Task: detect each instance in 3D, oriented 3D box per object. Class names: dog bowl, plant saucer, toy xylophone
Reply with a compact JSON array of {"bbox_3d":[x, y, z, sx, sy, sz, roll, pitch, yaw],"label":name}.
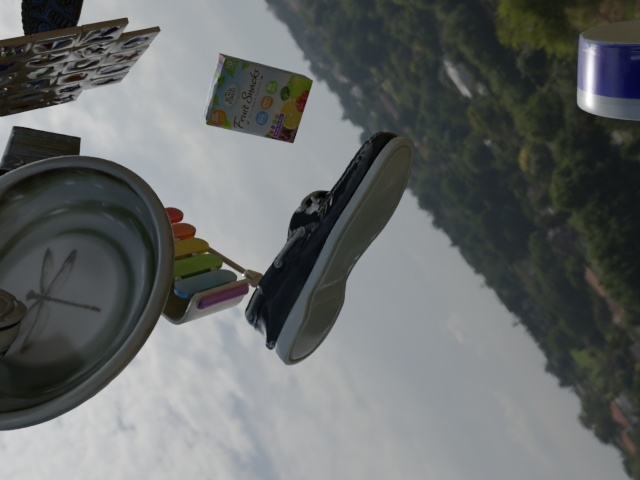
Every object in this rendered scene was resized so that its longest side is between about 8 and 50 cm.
[{"bbox_3d":[0.504,-0.251,1.242,0.265,0.265,0.104,-104,7,-70],"label":"dog bowl"},{"bbox_3d":[-0.369,0.074,1.176,0.400,0.400,0.100,59,179,34],"label":"plant saucer"},{"bbox_3d":[-0.240,0.028,1.457,0.322,0.081,0.236,29,-149,26],"label":"toy xylophone"}]

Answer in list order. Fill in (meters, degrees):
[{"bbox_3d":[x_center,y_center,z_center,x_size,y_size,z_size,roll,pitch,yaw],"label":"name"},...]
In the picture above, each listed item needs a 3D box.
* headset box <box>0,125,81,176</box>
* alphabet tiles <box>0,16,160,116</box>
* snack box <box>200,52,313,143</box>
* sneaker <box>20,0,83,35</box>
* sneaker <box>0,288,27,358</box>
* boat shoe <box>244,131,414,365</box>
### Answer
[{"bbox_3d":[-0.510,-0.050,1.549,0.131,0.246,0.283,9,-160,-17],"label":"headset box"},{"bbox_3d":[-0.367,-0.211,1.119,0.342,0.285,0.011,-16,93,63],"label":"alphabet tiles"},{"bbox_3d":[-0.091,-0.203,1.256,0.141,0.100,0.037,10,-162,-29],"label":"snack box"},{"bbox_3d":[-0.341,-0.338,1.139,0.081,0.080,0.211,132,144,-82],"label":"sneaker"},{"bbox_3d":[-0.461,0.129,1.045,0.090,0.095,0.235,40,-154,23],"label":"sneaker"},{"bbox_3d":[0.000,0.000,0.969,0.091,0.302,0.114,38,-159,24],"label":"boat shoe"}]
